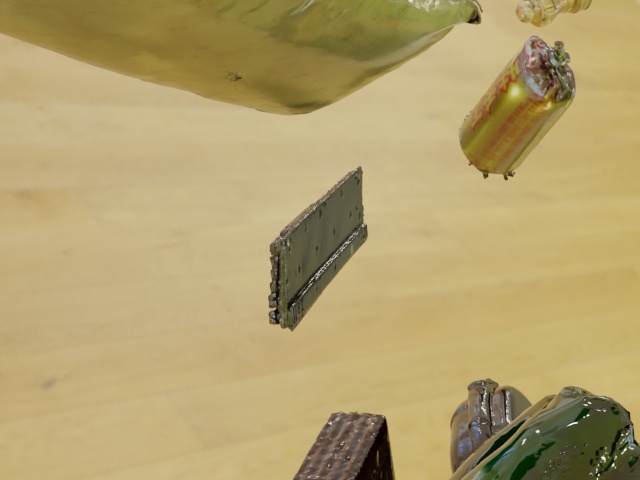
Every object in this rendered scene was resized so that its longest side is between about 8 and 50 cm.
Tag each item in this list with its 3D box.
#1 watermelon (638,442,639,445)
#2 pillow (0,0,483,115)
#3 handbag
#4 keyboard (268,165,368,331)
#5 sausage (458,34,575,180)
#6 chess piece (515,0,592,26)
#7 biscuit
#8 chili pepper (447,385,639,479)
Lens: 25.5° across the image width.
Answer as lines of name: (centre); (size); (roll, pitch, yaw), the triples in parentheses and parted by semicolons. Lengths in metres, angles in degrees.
watermelon: (0.462, 0.380, 1.929); (0.310, 0.231, 0.193); (68, 24, -17)
pillow: (-0.066, -0.137, 0.812); (0.302, 0.185, 0.075); (12, 69, -39)
handbag: (0.228, 0.294, 1.634); (0.254, 0.093, 0.308); (60, 14, -13)
keyboard: (-0.001, 0.000, 1.122); (0.023, 0.072, 0.231); (2, 17, 16)
sausage: (0.308, -0.207, 2.135); (0.117, 0.317, 0.125); (2, 68, -13)
chess piece: (0.307, -0.300, 1.700); (0.172, 0.060, 0.060); (-24, 56, -23)
biscuit: (0.014, 0.285, 1.486); (0.070, 0.106, 0.252); (-1, 24, 19)
chili pepper: (0.140, 0.233, 0.975); (0.165, 0.261, 0.174); (42, -9, -16)
